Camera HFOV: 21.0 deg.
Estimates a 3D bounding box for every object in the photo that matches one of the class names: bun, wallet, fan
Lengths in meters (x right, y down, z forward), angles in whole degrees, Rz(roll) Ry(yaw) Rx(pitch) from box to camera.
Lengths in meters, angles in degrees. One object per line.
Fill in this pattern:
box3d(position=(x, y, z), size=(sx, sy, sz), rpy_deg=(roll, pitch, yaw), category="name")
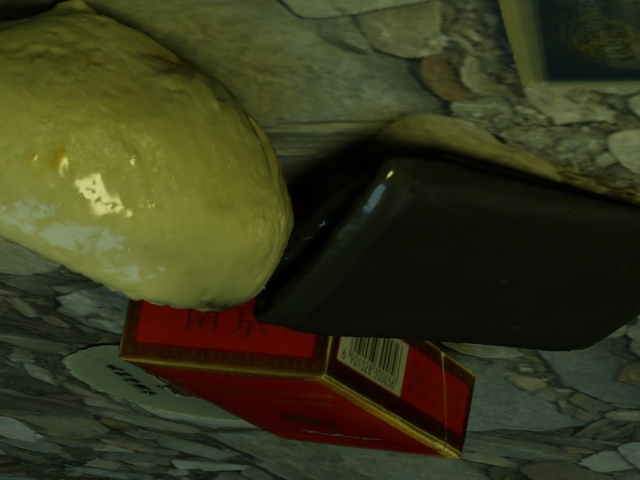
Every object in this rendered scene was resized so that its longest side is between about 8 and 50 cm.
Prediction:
box3d(position=(-0.109, -0.047, 0.843), size=(0.222, 0.127, 0.222), rpy_deg=(18, -179, 0), category="bun")
box3d(position=(0.097, 0.012, 0.990), size=(0.245, 0.052, 0.168), rpy_deg=(9, 148, -28), category="wallet")
box3d(position=(-0.048, 0.116, 1.369), size=(0.329, 0.009, 0.191), rpy_deg=(1, 157, 23), category="fan")

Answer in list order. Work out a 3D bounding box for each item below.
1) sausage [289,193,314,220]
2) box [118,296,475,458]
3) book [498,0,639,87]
box3d(position=(0.000, 0.000, 1.029), size=(0.147, 0.035, 0.030), rpy_deg=(25, -167, -41), category="sausage")
box3d(position=(-0.008, 0.085, 1.163), size=(0.153, 0.074, 0.240), rpy_deg=(-1, 161, 26), category="box")
box3d(position=(0.222, -0.120, 0.674), size=(0.322, 0.018, 0.228), rpy_deg=(2, 157, 15), category="book")
